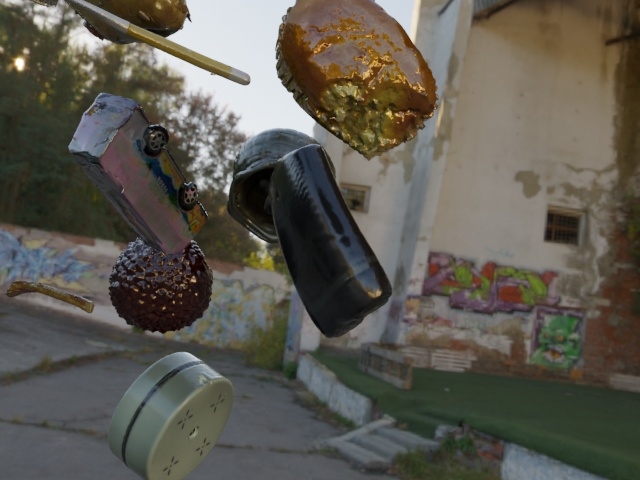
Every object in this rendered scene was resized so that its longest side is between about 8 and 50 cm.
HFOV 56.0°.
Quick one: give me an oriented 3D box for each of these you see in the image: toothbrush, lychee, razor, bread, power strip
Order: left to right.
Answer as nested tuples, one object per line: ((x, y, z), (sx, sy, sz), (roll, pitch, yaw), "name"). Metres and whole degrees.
((-0.215, -0.247, 0.735), (0.288, 0.021, 0.024), (18, -39, -31), "toothbrush")
((-0.393, 0.103, 1.524), (0.264, 0.265, 0.300), (1, 9, 37), "lychee")
((-0.406, 0.497, 1.651), (0.161, 0.358, 0.357), (27, 1, 24), "power strip")
((-0.001, 0.001, 1.112), (0.113, 0.349, 0.204), (-12, -24, -31), "razor")
((0.049, -0.238, 0.858), (0.250, 0.179, 0.133), (50, -6, -8), "bread")

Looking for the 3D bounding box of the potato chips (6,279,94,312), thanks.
((-0.457, 0.093, 1.020), (0.203, 0.037, 0.026), (7, -8, 24), "potato chips")

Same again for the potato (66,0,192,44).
((-0.350, -0.425, 1.026), (0.300, 0.140, 0.173), (30, -29, 23), "potato")

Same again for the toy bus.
((-0.316, -0.105, 1.069), (0.112, 0.138, 0.317), (17, -27, 25), "toy bus")

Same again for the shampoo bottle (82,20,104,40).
((-0.470, -0.586, 1.428), (0.068, 0.236, 0.067), (40, 7, -18), "shampoo bottle")

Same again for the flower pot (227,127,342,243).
((-0.095, -0.137, 1.598), (0.301, 0.213, 0.302), (5, -49, 5), "flower pot")
